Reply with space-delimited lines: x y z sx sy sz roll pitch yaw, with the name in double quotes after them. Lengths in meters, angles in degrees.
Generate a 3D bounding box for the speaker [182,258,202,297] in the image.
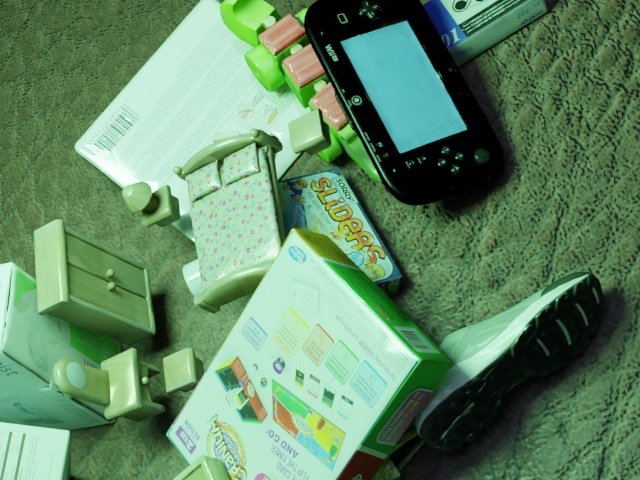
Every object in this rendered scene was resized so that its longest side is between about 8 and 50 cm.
-0.112 0.027 1.583 0.136 0.055 0.055 -27 55 8 "speaker"

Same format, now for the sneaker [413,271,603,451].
0.204 0.118 1.367 0.271 0.100 0.108 -36 38 -3 "sneaker"

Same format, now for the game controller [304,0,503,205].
0.103 -0.193 1.537 0.166 0.067 0.319 -17 69 -26 "game controller"

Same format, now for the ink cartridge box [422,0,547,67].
0.195 -0.298 1.631 0.207 0.046 0.097 -31 53 6 "ink cartridge box"

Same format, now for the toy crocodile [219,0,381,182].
-0.007 -0.216 1.610 0.115 0.105 0.340 -37 72 -6 "toy crocodile"

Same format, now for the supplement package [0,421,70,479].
-0.442 0.329 1.413 0.262 0.199 0.198 8 62 -7 "supplement package"

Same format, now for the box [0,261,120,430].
-0.420 0.156 1.524 0.231 0.262 0.127 -13 58 19 "box"

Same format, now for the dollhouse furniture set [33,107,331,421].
-0.155 0.014 1.440 0.355 0.173 0.303 -25 59 25 "dollhouse furniture set"

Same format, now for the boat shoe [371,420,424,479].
0.073 0.257 1.375 0.045 0.050 0.135 30 78 39 "boat shoe"

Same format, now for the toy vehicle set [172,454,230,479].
-0.188 0.390 1.369 0.267 0.035 0.166 -41 51 16 "toy vehicle set"

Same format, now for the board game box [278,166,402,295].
0.000 0.000 1.523 0.136 0.035 0.201 -15 52 -20 "board game box"

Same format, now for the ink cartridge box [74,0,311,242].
-0.155 -0.159 1.701 0.261 0.066 0.296 39 82 9 "ink cartridge box"

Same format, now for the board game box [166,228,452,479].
-0.024 0.184 1.373 0.242 0.064 0.317 46 113 35 "board game box"
